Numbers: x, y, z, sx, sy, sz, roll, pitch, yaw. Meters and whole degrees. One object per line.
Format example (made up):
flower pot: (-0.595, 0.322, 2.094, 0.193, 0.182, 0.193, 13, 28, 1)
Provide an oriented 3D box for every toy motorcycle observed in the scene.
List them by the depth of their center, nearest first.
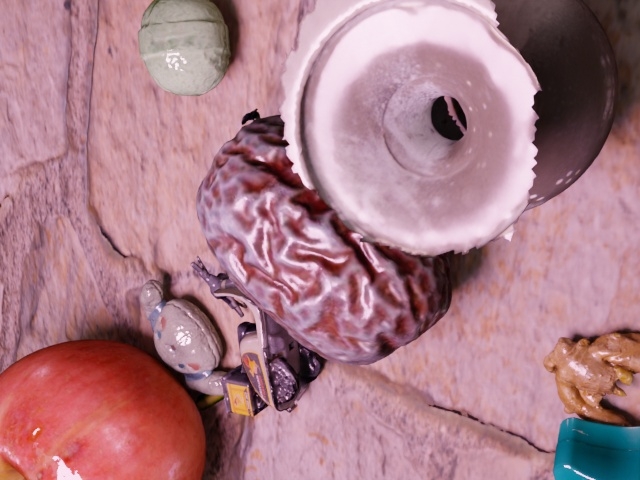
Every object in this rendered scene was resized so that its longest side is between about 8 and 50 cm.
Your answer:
toy motorcycle: (-0.088, 0.123, 0.975, 0.157, 0.091, 0.263, 0, 106, 34)

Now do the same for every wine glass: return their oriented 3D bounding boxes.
wine glass: (0.137, -0.127, 0.614, 0.238, 0.323, 0.238, 9, 112, 25)

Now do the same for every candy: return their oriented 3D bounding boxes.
candy: (-0.185, -0.401, 0.851, 0.119, 0.119, 0.440, 0, 100, 30)

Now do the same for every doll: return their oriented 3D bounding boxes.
doll: (-0.208, 0.153, 1.067, 0.103, 0.071, 0.214, -33, 94, 41)

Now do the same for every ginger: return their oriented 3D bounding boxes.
ginger: (0.341, 0.145, 0.755, 0.176, 0.052, 0.193, 23, 118, 16)

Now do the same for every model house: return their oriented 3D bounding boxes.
model house: (0.319, 0.274, 0.761, 0.149, 0.100, 0.127, 40, 130, -3)

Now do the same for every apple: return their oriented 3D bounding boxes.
apple: (-0.349, 0.330, 1.062, 0.364, 0.364, 0.364, 10, 112, 27)

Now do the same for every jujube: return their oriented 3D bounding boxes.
jujube: (0.000, 0.000, 0.802, 0.317, 0.226, 0.226, 46, 123, 5)

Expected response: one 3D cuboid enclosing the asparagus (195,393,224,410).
asparagus: (-0.166, 0.246, 1.104, 0.108, 0.021, 0.025, -33, 88, 34)
